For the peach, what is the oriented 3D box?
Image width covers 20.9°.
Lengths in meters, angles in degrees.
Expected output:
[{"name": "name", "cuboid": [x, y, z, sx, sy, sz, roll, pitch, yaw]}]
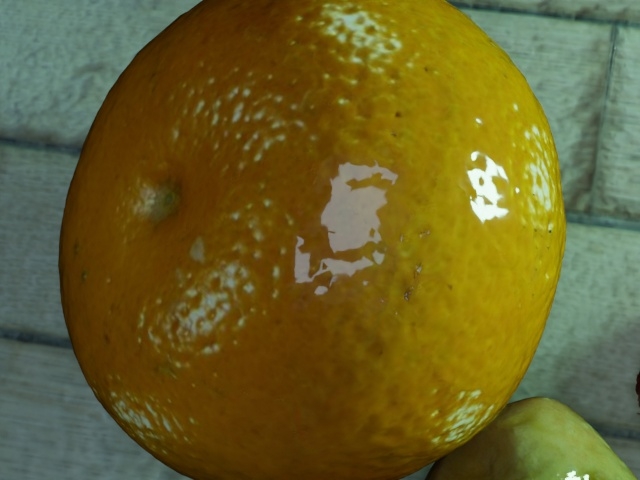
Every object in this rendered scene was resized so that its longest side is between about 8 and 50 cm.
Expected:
[{"name": "peach", "cuboid": [0.174, 0.236, 1.376, 0.214, 0.214, 0.235, -1, 64, 11]}]

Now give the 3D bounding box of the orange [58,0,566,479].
[{"name": "orange", "cuboid": [0.000, 0.000, 1.350, 0.424, 0.326, 0.424, -18, 63, 41]}]

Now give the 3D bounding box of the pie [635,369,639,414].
[{"name": "pie", "cuboid": [0.350, 0.123, 1.423, 0.182, 0.049, 0.182, -2, 80, 10]}]
